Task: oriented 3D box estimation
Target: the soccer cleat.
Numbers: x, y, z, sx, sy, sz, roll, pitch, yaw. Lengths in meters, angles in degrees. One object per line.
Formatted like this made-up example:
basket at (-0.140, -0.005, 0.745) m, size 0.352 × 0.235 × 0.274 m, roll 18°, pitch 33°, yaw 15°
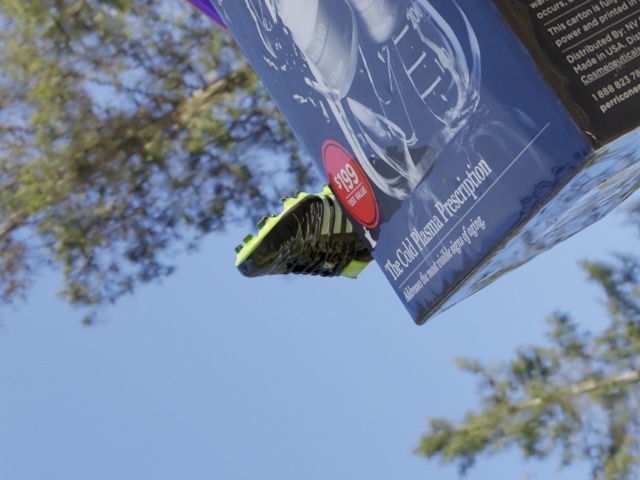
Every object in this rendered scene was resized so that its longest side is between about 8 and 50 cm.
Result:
soccer cleat at (0.000, 0.000, 1.004) m, size 0.072 × 0.060 × 0.179 m, roll 48°, pitch -151°, yaw 7°

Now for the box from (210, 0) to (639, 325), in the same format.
box at (0.087, -0.156, 0.854) m, size 0.179 × 0.343 × 0.312 m, roll -28°, pitch -101°, yaw -18°

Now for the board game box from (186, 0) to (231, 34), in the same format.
board game box at (0.117, -0.353, 1.408) m, size 0.356 × 0.356 × 0.356 m, roll 35°, pitch -145°, yaw -20°
